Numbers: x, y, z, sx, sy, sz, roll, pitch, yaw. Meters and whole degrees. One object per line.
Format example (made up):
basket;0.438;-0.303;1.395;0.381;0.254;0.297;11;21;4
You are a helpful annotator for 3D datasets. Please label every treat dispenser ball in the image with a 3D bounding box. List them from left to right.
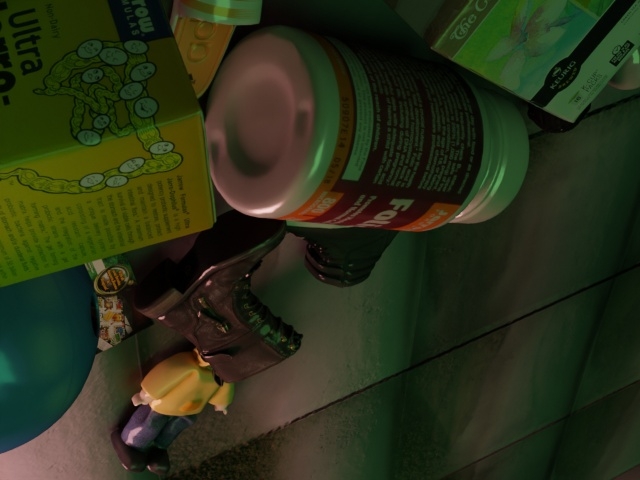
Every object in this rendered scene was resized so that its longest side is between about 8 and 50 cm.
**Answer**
treat dispenser ball;-0.386;0.093;1.171;0.288;0.288;0.288;-22;141;-19

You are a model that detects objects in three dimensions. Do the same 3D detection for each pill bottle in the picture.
pill bottle;0.070;-0.126;1.358;0.392;0.224;0.224;4;127;-42

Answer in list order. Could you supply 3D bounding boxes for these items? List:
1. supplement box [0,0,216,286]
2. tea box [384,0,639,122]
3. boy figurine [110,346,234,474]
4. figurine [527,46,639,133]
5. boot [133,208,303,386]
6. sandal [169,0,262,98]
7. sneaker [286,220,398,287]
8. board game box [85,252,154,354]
supplement box;-0.297;-0.091;0.999;0.356;0.194;0.195;-16;152;-11
tea box;0.261;-0.360;1.266;0.323;0.220;0.329;15;120;-46
boy figurine;-0.194;0.232;1.647;0.177;0.092;0.285;22;117;-46
figurine;0.391;-0.290;1.567;0.215;0.092;0.209;-31;139;-9
boot;-0.099;0.083;1.469;0.263;0.091;0.229;-31;129;21
sandal;-0.112;-0.248;1.203;0.102;0.076;0.265;-8;135;-34
sneaker;0.000;0.000;1.538;0.295;0.104;0.147;0;125;-45
board game box;-0.311;0.059;1.416;0.136;0.030;0.260;-25;142;-13
